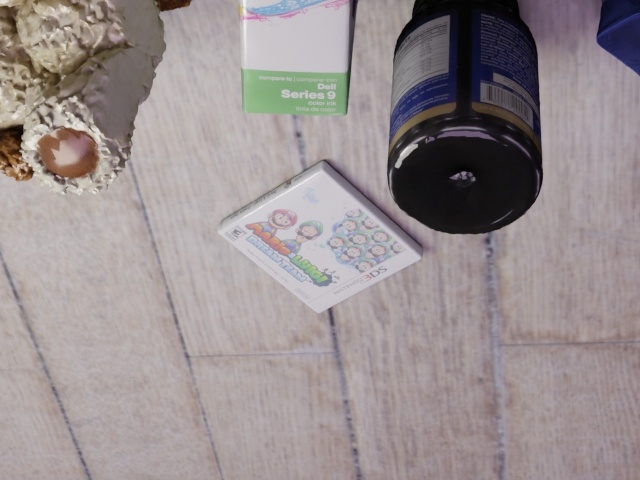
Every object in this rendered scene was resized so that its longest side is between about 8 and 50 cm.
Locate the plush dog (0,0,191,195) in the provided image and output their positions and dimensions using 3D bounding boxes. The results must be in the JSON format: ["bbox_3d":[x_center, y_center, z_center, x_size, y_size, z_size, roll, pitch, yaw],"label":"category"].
[{"bbox_3d":[-0.245,-0.174,1.261,0.225,0.210,0.262,-10,108,35],"label":"plush dog"}]

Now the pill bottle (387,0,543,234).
[{"bbox_3d":[0.119,-0.121,1.216,0.123,0.219,0.123,3,136,3],"label":"pill bottle"}]

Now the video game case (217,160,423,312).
[{"bbox_3d":[0.000,0.000,1.499,0.143,0.019,0.157,-29,126,31],"label":"video game case"}]

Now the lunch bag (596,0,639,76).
[{"bbox_3d":[0.279,-0.186,1.245,0.098,0.065,0.067,32,146,-27],"label":"lunch bag"}]

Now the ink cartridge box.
[{"bbox_3d":[-0.015,-0.226,1.167,0.093,0.154,0.212,2,136,4],"label":"ink cartridge box"}]
